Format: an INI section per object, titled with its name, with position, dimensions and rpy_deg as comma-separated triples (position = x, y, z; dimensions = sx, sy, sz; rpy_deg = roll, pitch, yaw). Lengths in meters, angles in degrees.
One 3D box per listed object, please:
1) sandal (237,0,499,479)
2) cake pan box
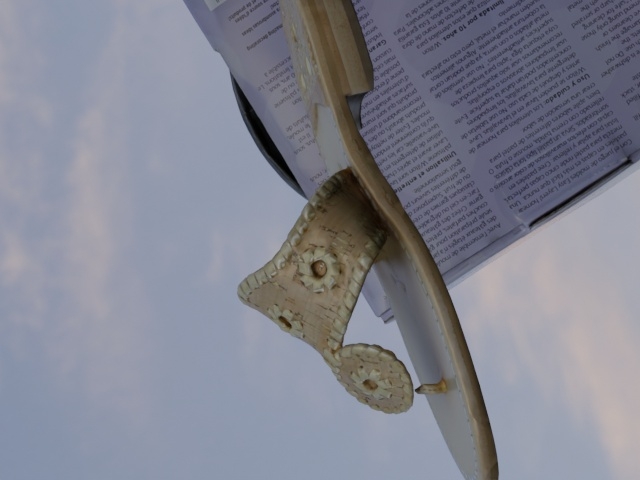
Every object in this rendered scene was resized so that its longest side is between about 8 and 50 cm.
[sandal]
position = 0.000, 0.002, 0.832
dimensions = 0.088, 0.079, 0.240
rpy_deg = 102, 152, -70
[cake pan box]
position = 0.075, -0.120, 1.059
dimensions = 0.246, 0.267, 0.070
rpy_deg = 58, -168, 11
